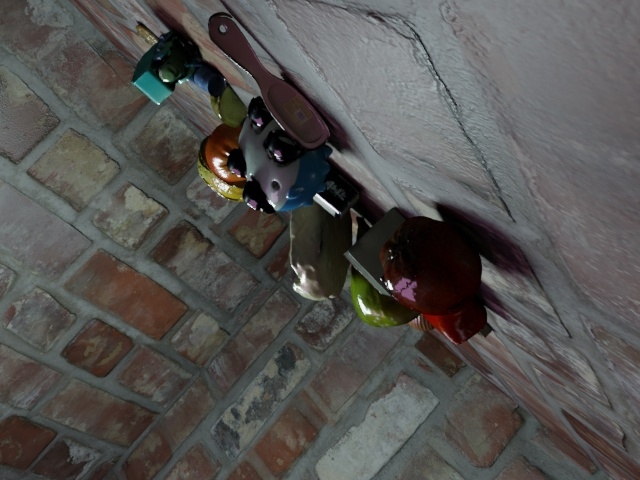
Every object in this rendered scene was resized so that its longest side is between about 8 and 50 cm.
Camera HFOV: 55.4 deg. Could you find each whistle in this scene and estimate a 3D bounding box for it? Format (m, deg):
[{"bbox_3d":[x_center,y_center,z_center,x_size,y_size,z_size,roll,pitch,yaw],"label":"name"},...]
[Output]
[{"bbox_3d":[-0.361,-0.473,1.665,0.304,0.062,0.062,39,175,37],"label":"whistle"}]

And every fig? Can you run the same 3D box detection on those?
[{"bbox_3d":[0.200,0.096,1.758,0.233,0.313,0.233,5,166,1],"label":"fig"}]

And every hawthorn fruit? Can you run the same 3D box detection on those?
[{"bbox_3d":[-0.279,-0.294,1.955,0.196,0.196,0.225,44,-170,-29],"label":"hawthorn fruit"},{"bbox_3d":[0.224,0.054,1.133,0.235,0.181,0.181,23,-172,-36],"label":"hawthorn fruit"}]

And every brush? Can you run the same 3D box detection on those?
[{"bbox_3d":[-0.097,-0.292,1.134,0.313,0.072,0.067,45,-171,-28],"label":"brush"}]

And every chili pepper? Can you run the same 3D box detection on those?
[{"bbox_3d":[0.288,0.128,1.427,0.131,0.135,0.338,55,-174,36],"label":"chili pepper"}]

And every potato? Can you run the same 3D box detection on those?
[{"bbox_3d":[-0.286,-0.391,1.694,0.120,0.081,0.149,37,175,26],"label":"potato"}]

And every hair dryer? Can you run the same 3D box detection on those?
[{"bbox_3d":[-0.334,-0.492,1.533,0.083,0.031,0.079,55,-173,11],"label":"hair dryer"}]

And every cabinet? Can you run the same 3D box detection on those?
[{"bbox_3d":[0.160,0.031,1.455,0.145,0.150,0.206,46,176,2],"label":"cabinet"}]

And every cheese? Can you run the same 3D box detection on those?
[{"bbox_3d":[0.000,0.000,1.675,0.115,0.318,0.326,-1,131,20],"label":"cheese"}]

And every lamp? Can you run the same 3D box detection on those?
[{"bbox_3d":[0.339,0.229,1.988,0.136,0.136,0.136,42,176,4],"label":"lamp"}]

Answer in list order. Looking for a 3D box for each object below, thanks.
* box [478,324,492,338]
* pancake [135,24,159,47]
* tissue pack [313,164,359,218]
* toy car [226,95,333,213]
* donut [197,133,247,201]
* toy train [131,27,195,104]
[{"bbox_3d":[0.444,0.236,1.760,0.079,0.035,0.083,44,176,-23],"label":"box"},{"bbox_3d":[-0.518,-0.614,1.900,0.152,0.025,0.151,42,177,3],"label":"pancake"},{"bbox_3d":[0.011,-0.138,1.511,0.170,0.090,0.103,40,174,5],"label":"tissue pack"},{"bbox_3d":[-0.076,-0.176,1.309,0.190,0.188,0.255,2,-141,-35],"label":"toy car"},{"bbox_3d":[-0.299,-0.249,2.093,0.272,0.272,0.107,42,135,3],"label":"donut"},{"bbox_3d":[-0.400,-0.443,1.558,0.107,0.154,0.197,42,-155,-33],"label":"toy train"}]
